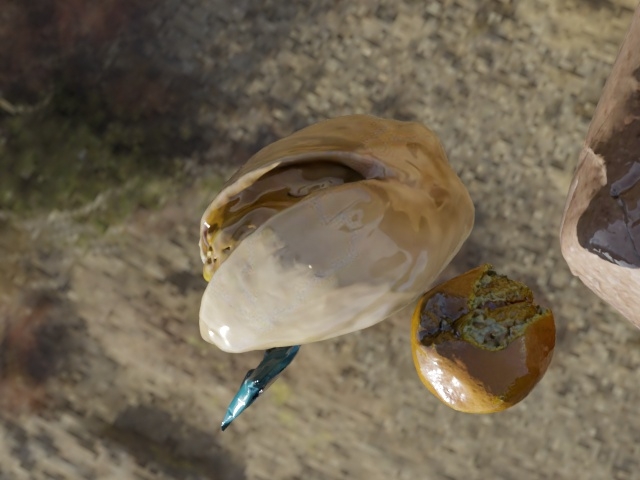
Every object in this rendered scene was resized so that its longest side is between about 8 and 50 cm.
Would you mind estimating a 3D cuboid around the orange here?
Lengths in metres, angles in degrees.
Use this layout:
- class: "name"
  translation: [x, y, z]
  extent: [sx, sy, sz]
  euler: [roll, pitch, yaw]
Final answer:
- class: "orange"
  translation: [0.083, 0.054, 0.900]
  extent: [0.062, 0.086, 0.086]
  euler: [9, 157, -38]

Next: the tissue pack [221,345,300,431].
- class: "tissue pack"
  translation: [-0.055, 0.129, 1.586]
  extent: [0.028, 0.085, 0.138]
  euler: [41, 148, 6]

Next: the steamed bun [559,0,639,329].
- class: "steamed bun"
  translation: [0.304, -0.024, 0.921]
  extent: [0.301, 0.251, 0.199]
  euler: [22, 174, -19]

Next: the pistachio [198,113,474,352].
- class: "pistachio"
  translation: [0.000, 0.000, 1.197]
  extent: [0.229, 0.157, 0.157]
  euler: [-29, 118, 31]
